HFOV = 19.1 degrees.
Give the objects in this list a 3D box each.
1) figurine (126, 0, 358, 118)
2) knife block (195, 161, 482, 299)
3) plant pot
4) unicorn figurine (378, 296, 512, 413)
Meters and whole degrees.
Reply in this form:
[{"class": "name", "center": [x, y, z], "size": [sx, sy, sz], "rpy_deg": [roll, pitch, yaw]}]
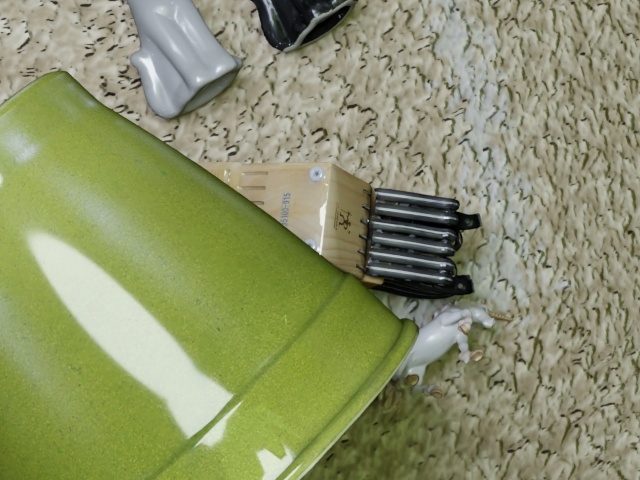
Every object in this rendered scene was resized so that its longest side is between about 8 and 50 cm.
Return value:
[{"class": "figurine", "center": [-0.110, -0.248, 1.731], "size": [0.215, 0.092, 0.209], "rpy_deg": [-32, 85, -19]}, {"class": "knife block", "center": [0.000, 0.000, 1.733], "size": [0.275, 0.242, 0.088], "rpy_deg": [0, 77, 27]}, {"class": "plant pot", "center": [-0.172, 0.065, 1.512], "size": [0.366, 0.366, 0.353], "rpy_deg": [-44, 94, -19]}, {"class": "unicorn figurine", "center": [0.112, 0.094, 1.744], "size": [0.162, 0.111, 0.060], "rpy_deg": [-24, 107, -7]}]
